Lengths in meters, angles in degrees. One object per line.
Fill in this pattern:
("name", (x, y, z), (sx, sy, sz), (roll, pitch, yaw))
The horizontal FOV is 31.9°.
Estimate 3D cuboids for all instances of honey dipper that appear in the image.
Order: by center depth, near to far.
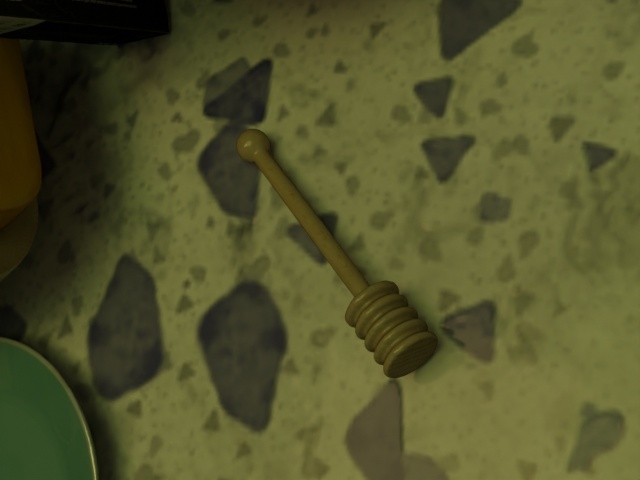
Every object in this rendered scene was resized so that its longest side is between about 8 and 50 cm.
("honey dipper", (0.000, 0.000, 0.555), (0.030, 0.030, 0.161), (-46, 58, 13))

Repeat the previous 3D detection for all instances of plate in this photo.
("plate", (-0.193, 0.148, 0.633), (0.188, 0.024, 0.188), (-7, 76, 28))

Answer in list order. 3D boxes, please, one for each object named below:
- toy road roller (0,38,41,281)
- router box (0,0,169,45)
("toy road roller", (-0.313, -0.098, 0.611), (0.202, 0.240, 0.330), (-35, 64, 41))
("router box", (-0.150, -0.171, 0.574), (0.046, 0.179, 0.133), (-7, 94, 25))
